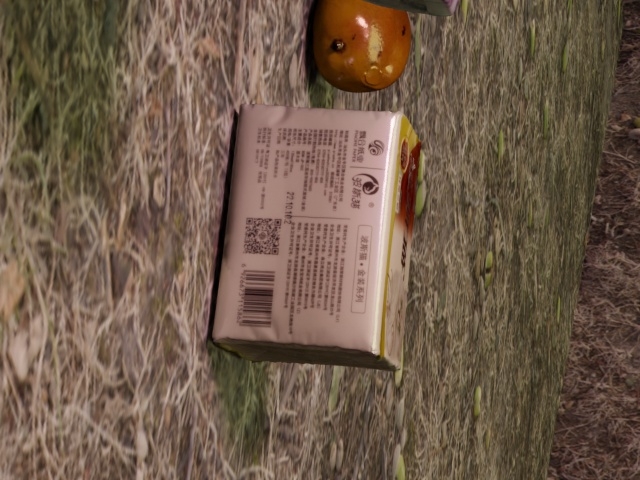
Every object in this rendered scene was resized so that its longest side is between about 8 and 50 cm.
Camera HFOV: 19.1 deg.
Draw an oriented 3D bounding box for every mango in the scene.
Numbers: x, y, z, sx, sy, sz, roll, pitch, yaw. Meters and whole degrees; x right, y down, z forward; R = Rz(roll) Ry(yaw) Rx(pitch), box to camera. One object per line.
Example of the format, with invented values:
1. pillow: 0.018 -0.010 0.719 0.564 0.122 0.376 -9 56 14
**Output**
1. mango: 0.028 -0.153 1.341 0.080 0.060 0.114 65 29 -31

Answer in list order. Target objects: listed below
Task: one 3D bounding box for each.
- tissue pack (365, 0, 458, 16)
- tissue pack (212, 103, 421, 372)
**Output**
1. tissue pack: 0.002 -0.253 0.810 0.146 0.198 0.263 28 80 -78
2. tissue pack: 0.001 0.000 1.169 0.099 0.106 0.148 45 50 -73
